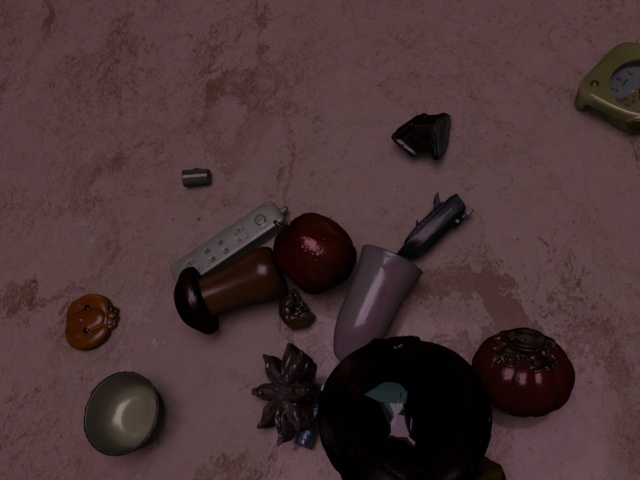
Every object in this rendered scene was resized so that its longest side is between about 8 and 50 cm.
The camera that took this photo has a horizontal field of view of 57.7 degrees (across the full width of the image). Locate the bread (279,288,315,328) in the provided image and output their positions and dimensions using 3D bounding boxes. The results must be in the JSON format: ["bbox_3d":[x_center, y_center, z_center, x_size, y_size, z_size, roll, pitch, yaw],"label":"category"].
[{"bbox_3d":[-0.072,0.192,1.584,0.082,0.060,0.113,-39,66,-9],"label":"bread"}]

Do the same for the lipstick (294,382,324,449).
[{"bbox_3d":[-0.017,0.443,1.467,0.048,0.048,0.157,15,71,18],"label":"lipstick"}]

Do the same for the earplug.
[{"bbox_3d":[0.124,0.181,1.505,0.172,0.172,0.301,23,80,20],"label":"earplug"}]

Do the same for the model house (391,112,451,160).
[{"bbox_3d":[0.298,-0.317,1.723,0.152,0.106,0.165,6,31,27],"label":"model house"}]

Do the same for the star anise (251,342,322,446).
[{"bbox_3d":[-0.068,0.379,1.452,0.223,0.109,0.235,20,94,56],"label":"star anise"}]

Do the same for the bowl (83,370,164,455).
[{"bbox_3d":[-0.500,0.460,1.527,0.212,0.112,0.211,-4,65,9],"label":"bowl"}]

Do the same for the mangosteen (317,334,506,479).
[{"bbox_3d":[0.197,0.412,1.257,0.381,0.381,0.421,-24,65,1],"label":"mangosteen"}]

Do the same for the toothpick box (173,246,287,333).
[{"bbox_3d":[-0.248,0.133,1.578,0.295,0.192,0.192,-21,64,0],"label":"toothpick box"}]

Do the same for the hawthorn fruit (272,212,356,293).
[{"bbox_3d":[-0.025,0.022,1.541,0.215,0.215,0.249,-44,84,-9],"label":"hawthorn fruit"}]

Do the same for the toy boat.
[{"bbox_3d":[0.295,-0.035,1.589,0.246,0.093,0.103,-42,72,-8],"label":"toy boat"}]

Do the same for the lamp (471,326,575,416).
[{"bbox_3d":[0.464,0.310,1.342,0.227,0.227,0.226,-5,66,10],"label":"lamp"}]

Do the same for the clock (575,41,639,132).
[{"bbox_3d":[0.900,-0.402,1.623,0.235,0.096,0.308,-44,65,-10],"label":"clock"}]

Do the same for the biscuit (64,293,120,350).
[{"bbox_3d":[-0.671,0.234,1.698,0.171,0.050,0.170,-4,66,10],"label":"biscuit"}]

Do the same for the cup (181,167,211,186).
[{"bbox_3d":[-0.388,-0.200,1.840,0.083,0.075,0.054,-4,102,7],"label":"cup"}]

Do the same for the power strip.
[{"bbox_3d":[-0.258,0.010,1.705,0.385,0.062,0.091,-34,67,-4],"label":"power strip"}]
